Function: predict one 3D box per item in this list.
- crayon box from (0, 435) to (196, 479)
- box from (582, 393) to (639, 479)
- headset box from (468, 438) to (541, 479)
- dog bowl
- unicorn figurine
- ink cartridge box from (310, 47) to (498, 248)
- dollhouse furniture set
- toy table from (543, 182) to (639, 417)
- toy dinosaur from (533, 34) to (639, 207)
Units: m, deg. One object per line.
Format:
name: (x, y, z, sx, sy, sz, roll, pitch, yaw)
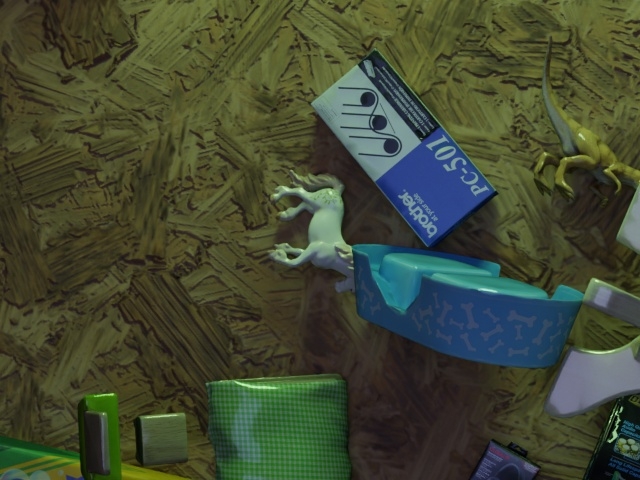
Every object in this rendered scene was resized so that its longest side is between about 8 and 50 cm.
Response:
crayon box: (-0.260, 0.344, 1.691, 0.322, 0.083, 0.203, 11, 88, 10)
box: (0.394, 0.301, 1.513, 0.295, 0.073, 0.293, 22, 53, 9)
headset box: (0.194, 0.257, 1.645, 0.062, 0.032, 0.083, 30, 93, 11)
dog bowl: (0.140, 0.064, 1.553, 0.165, 0.297, 0.074, 5, 96, -28)
unicorn figurine: (0.000, 0.000, 1.683, 0.111, 0.060, 0.162, -1, 86, 11)
ink cartridge box: (0.092, -0.101, 1.682, 0.097, 0.046, 0.207, -40, 81, 6)
dollhouse furniture set: (-0.086, 0.244, 1.576, 0.301, 0.151, 0.198, -2, 86, -18)
toy table: (0.341, 0.079, 1.498, 0.160, 0.252, 0.274, 24, 81, 13)
toy dinosaur: (0.277, -0.101, 1.652, 0.211, 0.064, 0.112, 46, 76, 1)
